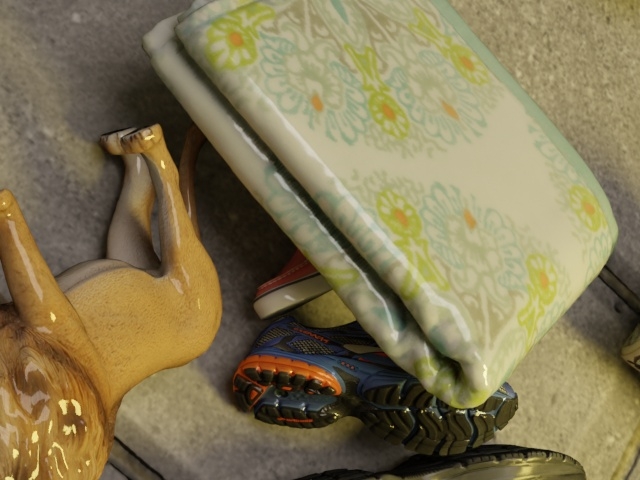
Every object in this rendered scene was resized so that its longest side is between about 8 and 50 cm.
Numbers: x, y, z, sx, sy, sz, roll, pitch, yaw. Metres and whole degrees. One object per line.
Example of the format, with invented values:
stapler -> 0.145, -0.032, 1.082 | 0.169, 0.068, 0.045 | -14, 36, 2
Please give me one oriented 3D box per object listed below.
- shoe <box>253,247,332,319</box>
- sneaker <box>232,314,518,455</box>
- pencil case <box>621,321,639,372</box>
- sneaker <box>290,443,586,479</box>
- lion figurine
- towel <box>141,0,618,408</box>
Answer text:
shoe -> 0.000, 0.000, 1.373 | 0.178, 0.063, 0.081 | -25, 87, -40
sneaker -> 0.047, 0.102, 1.317 | 0.221, 0.083, 0.087 | 12, 46, 1
pencil case -> 0.439, 0.181, 1.490 | 0.160, 0.183, 0.410 | -41, 89, 8
sneaker -> 0.089, 0.233, 1.339 | 0.286, 0.109, 0.130 | -7, 88, -26
lion figurine -> -0.157, 0.059, 1.198 | 0.392, 0.142, 0.240 | -30, 103, -47
towel -> 0.061, -0.073, 1.349 | 0.374, 0.090, 0.320 | 49, 37, 2
